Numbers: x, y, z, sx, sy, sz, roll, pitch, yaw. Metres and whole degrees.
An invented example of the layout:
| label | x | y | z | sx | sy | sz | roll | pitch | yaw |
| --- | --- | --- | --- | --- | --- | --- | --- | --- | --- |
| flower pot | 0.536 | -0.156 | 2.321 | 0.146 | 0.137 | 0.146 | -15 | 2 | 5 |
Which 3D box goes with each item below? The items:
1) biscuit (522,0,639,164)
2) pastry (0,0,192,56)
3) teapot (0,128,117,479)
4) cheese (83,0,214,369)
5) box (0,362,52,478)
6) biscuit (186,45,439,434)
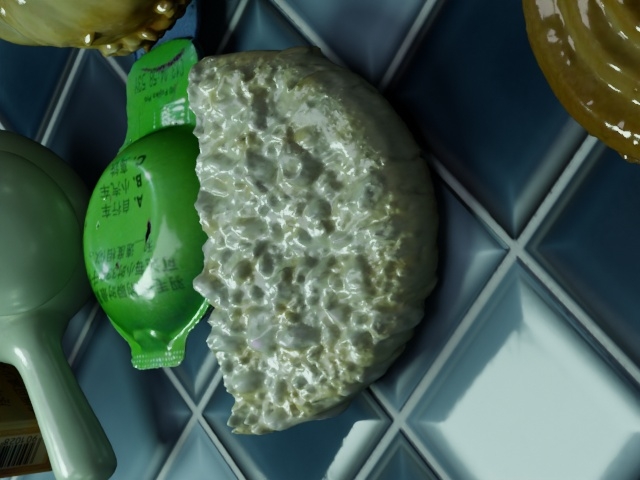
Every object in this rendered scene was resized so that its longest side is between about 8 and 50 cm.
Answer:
| label | x | y | z | sx | sy | sz | roll | pitch | yaw |
| --- | --- | --- | --- | --- | --- | --- | --- | --- | --- |
| biscuit | 0.218 | -0.166 | 0.722 | 0.262 | 0.037 | 0.262 | 3 | 94 | 44 |
| pastry | -0.168 | -0.277 | 0.998 | 0.315 | 0.184 | 0.285 | -6 | 70 | 48 |
| teapot | -0.258 | 0.044 | 1.121 | 0.318 | 0.220 | 0.149 | 44 | 164 | -10 |
| cheese | -0.130 | -0.054 | 1.045 | 0.203 | 0.083 | 0.321 | -11 | 73 | 47 |
| box | -0.396 | 0.152 | 1.189 | 0.174 | 0.274 | 0.076 | 40 | 116 | 36 |
| biscuit | 0.000 | 0.000 | 0.909 | 0.179 | 0.084 | 0.281 | -2 | 93 | 26 |
